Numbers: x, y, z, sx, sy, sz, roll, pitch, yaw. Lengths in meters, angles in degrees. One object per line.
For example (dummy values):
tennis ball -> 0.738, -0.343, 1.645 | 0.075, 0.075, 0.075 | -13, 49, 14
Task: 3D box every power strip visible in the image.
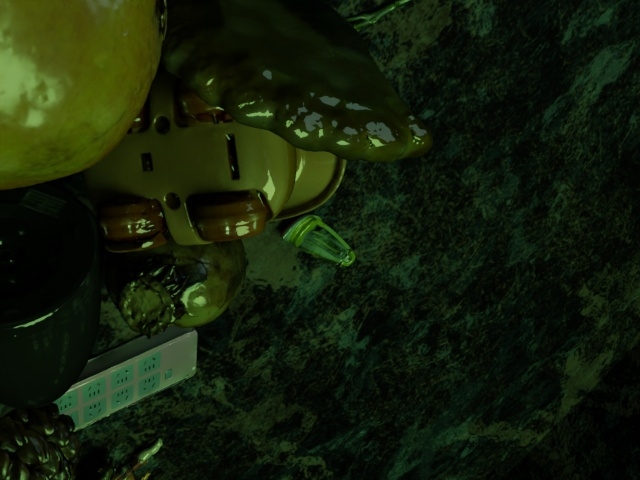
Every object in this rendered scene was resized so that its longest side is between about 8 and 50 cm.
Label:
power strip -> -0.301, 0.206, 1.751 | 0.278, 0.037, 0.109 | -23, 141, -30

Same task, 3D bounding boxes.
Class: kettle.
kettle -> -0.344, 0.072, 1.436 | 0.268, 0.207, 0.290 | -58, 163, -33

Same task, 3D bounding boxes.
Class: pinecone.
pinecone -> -0.434, 0.299, 1.552 | 0.224, 0.224, 0.272 | -61, 164, 24

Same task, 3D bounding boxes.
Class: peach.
peach -> -0.321, -0.196, 1.046 | 0.372, 0.290, 0.373 | -6, 160, -2

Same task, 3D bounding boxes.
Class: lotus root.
lotus root -> -0.185, 0.034, 1.552 | 0.314, 0.169, 0.142 | -49, 145, -74

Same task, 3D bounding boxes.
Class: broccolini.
broccolini -> 0.070, -0.310, 1.601 | 0.194, 0.054, 0.052 | -33, 176, -29

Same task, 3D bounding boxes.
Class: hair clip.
hair clip -> 0.000, 0.000, 1.858 | 0.060, 0.033, 0.188 | -51, 144, 5

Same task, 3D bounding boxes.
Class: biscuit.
biscuit -> -0.022, -0.192, 1.303 | 0.335, 0.329, 0.078 | 27, 120, -9

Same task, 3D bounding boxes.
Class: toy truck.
toy truck -> -0.135, -0.102, 1.397 | 0.211, 0.287, 0.204 | -24, 109, -65

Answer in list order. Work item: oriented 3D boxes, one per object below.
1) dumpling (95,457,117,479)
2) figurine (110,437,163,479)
dumpling -> -0.407, 0.481, 1.895 | 0.086, 0.166, 0.332 | 22, 95, -11
figurine -> -0.294, 0.369, 1.935 | 0.109, 0.047, 0.064 | -48, 171, -7
